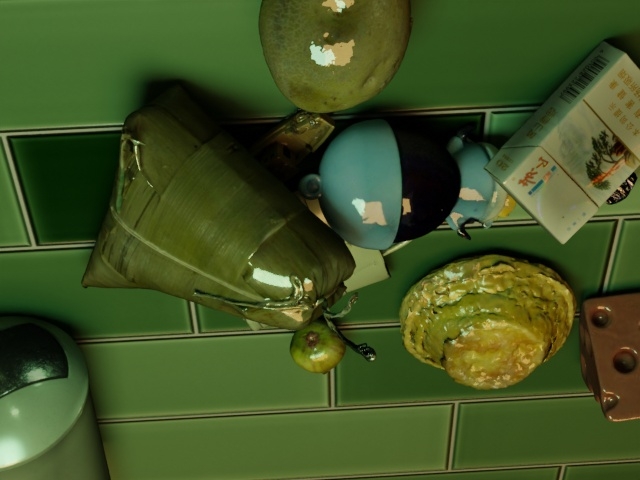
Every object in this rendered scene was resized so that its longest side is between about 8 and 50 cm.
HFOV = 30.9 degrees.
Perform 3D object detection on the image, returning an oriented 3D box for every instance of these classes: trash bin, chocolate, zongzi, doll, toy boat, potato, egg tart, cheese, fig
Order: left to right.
[{"bbox_3d":[-0.488,0.324,1.867,0.280,0.280,0.432,-3,139,-1],"label":"trash bin"},{"bbox_3d":[-0.123,0.060,1.561,0.447,0.181,0.418,43,133,11],"label":"zongzi"},{"bbox_3d":[-0.062,-0.109,1.598,0.064,0.072,0.206,32,124,-29],"label":"toy boat"},{"bbox_3d":[-0.003,0.174,1.909,0.093,0.093,0.166,-7,175,3],"label":"fig"},{"bbox_3d":[0.020,-0.266,1.394,0.178,0.160,0.235,0,126,-40],"label":"potato"},{"bbox_3d":[0.119,-0.077,1.587,0.314,0.141,0.177,-1,93,-22],"label":"doll"},{"bbox_3d":[0.269,0.145,1.845,0.294,0.123,0.294,-3,136,-3],"label":"egg tart"},{"bbox_3d":[0.383,-0.115,1.645,0.072,0.070,0.147,-28,121,36],"label":"chocolate"},{"bbox_3d":[0.502,0.202,1.907,0.128,0.203,0.177,-10,164,3],"label":"cheese"}]

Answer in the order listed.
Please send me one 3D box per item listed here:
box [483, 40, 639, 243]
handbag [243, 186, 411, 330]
[{"bbox_3d":[0.350,-0.129,1.550,0.149,0.067,0.233,39,97,-29],"label":"box"},{"bbox_3d":[0.000,0.000,1.729,0.315,0.109,0.241,-24,135,1],"label":"handbag"}]
